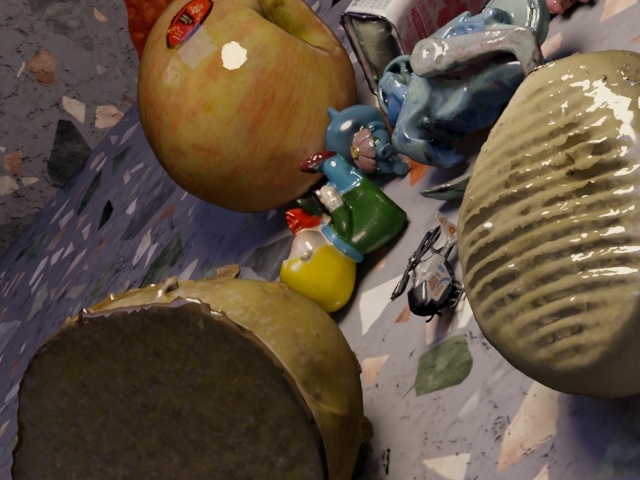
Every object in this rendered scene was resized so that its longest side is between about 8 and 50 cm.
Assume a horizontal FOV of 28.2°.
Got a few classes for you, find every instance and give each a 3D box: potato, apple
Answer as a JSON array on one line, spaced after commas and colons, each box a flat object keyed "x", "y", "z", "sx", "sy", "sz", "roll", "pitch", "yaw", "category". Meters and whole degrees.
[{"x": -0.147, "y": 0.219, "z": 1.589, "sx": 0.442, "sy": 0.385, "sz": 0.319, "roll": -26, "pitch": 4, "yaw": 23, "category": "potato"}, {"x": -0.129, "y": -0.244, "z": 2.186, "sx": 0.346, "sy": 0.391, "sz": 0.391, "roll": -56, "pitch": 20, "yaw": 27, "category": "apple"}]

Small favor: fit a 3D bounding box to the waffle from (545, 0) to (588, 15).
[{"x": 0.378, "y": -0.418, "z": 1.867, "sx": 0.234, "sy": 0.055, "sz": 0.221, "roll": -13, "pitch": 46, "yaw": 58, "category": "waffle"}]

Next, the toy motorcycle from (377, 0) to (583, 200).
[{"x": 0.193, "y": -0.201, "z": 1.750, "sx": 0.319, "sy": 0.182, "sz": 0.241, "roll": -30, "pitch": 33, "yaw": 41, "category": "toy motorcycle"}]

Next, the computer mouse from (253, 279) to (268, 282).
[{"x": -0.136, "y": 0.158, "z": 1.828, "sx": 0.374, "sy": 0.203, "sz": 0.114, "roll": -41, "pitch": 35, "yaw": 40, "category": "computer mouse"}]

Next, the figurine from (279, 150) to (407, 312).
[{"x": -0.004, "y": -0.001, "z": 1.858, "sx": 0.234, "sy": 0.185, "sz": 0.127, "roll": -48, "pitch": 5, "yaw": 8, "category": "figurine"}]

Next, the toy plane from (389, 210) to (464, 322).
[{"x": 0.149, "y": 0.038, "z": 1.641, "sx": 0.053, "sy": 0.078, "sz": 0.197, "roll": -35, "pitch": 14, "yaw": 41, "category": "toy plane"}]

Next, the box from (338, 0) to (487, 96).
[{"x": 0.179, "y": -0.399, "z": 1.992, "sx": 0.112, "sy": 0.190, "sz": 0.370, "roll": 12, "pitch": 58, "yaw": 35, "category": "box"}]

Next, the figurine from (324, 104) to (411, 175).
[{"x": 0.091, "y": -0.161, "z": 2.014, "sx": 0.144, "sy": 0.114, "sz": 0.178, "roll": -33, "pitch": 33, "yaw": -11, "category": "figurine"}]

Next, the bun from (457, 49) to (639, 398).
[{"x": 0.291, "y": -0.007, "z": 1.254, "sx": 0.326, "sy": 0.234, "sz": 0.362, "roll": -48, "pitch": 39, "yaw": 29, "category": "bun"}]
